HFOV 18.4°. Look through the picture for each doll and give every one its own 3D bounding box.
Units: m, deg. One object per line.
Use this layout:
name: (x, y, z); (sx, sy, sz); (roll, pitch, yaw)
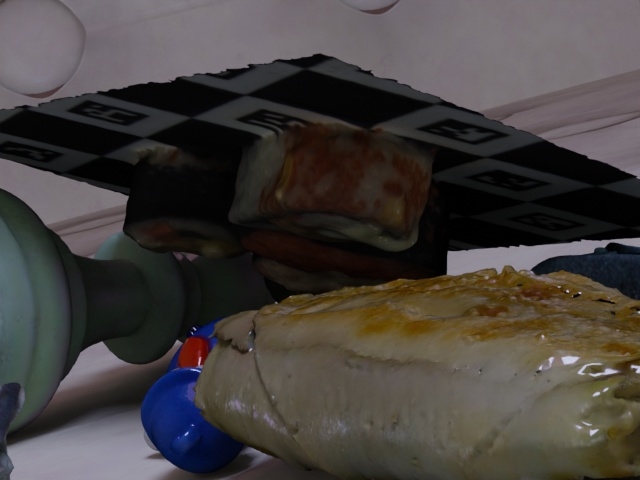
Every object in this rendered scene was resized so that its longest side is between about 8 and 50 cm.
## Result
doll: (-0.045, 0.068, 0.878); (0.099, 0.058, 0.143); (-38, 5, 17)

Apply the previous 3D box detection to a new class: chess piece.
chess piece: (-0.121, 0.034, 1.140); (0.139, 0.139, 0.271); (-9, -3, 41)

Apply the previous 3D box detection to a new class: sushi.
sushi: (0.000, 0.000, 1.015); (0.320, 0.069, 0.339); (17, -14, -40)

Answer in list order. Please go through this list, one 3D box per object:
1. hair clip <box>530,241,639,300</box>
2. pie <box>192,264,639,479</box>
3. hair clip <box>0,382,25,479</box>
hair clip: (0.195, 0.021, 0.872); (0.070, 0.039, 0.229); (-12, 7, -43)
pie: (0.059, 0.050, 0.717); (0.128, 0.068, 0.282); (-19, 8, -31)
hair clip: (-0.166, 0.106, 0.723); (0.159, 0.071, 0.218); (-16, 0, 5)
